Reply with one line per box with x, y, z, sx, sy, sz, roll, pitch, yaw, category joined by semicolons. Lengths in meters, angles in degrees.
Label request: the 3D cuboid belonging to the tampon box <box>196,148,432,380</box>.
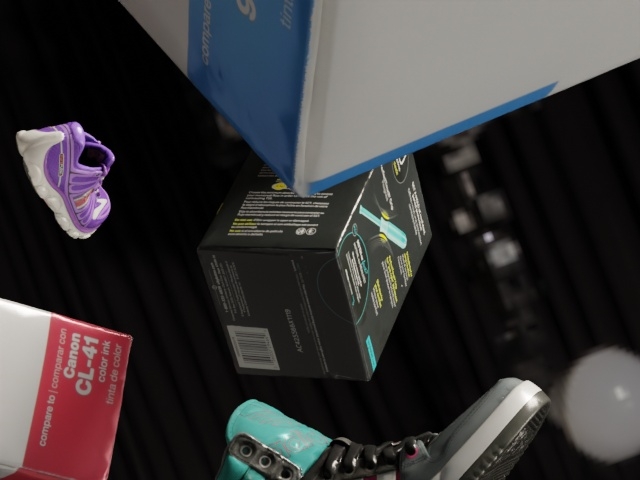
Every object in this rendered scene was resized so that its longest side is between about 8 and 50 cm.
0.000;0.000;1.241;0.101;0.120;0.161;2;39;22;tampon box

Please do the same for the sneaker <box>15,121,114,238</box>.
-0.208;-0.053;1.560;0.071;0.068;0.170;-20;-19;1;sneaker

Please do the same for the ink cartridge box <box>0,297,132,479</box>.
-0.328;0.105;1.336;0.306;0.131;0.226;21;-21;-26;ink cartridge box

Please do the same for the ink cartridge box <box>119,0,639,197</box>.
0.001;-0.242;0.904;0.285;0.395;0.166;-24;-37;-26;ink cartridge box

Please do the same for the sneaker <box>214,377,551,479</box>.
0.019;0.172;1.358;0.295;0.178;0.124;-45;-17;5;sneaker
